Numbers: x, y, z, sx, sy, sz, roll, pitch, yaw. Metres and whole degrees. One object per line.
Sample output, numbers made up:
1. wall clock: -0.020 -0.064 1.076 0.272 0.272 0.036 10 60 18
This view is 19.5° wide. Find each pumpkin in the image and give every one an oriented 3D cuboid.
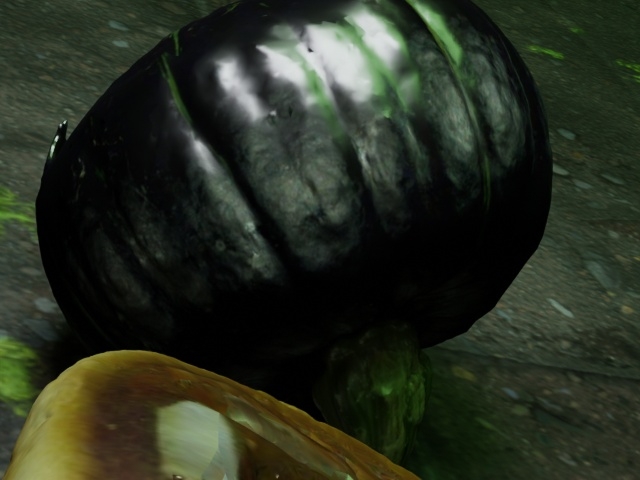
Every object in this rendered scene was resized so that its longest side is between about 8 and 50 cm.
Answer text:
1. pumpkin: 0.000 0.000 1.023 0.296 0.296 0.296 17 23 -7

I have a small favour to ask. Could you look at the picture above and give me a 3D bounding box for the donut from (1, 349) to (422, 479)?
1. donut: 0.001 0.186 0.699 0.330 0.160 0.330 31 9 -5
